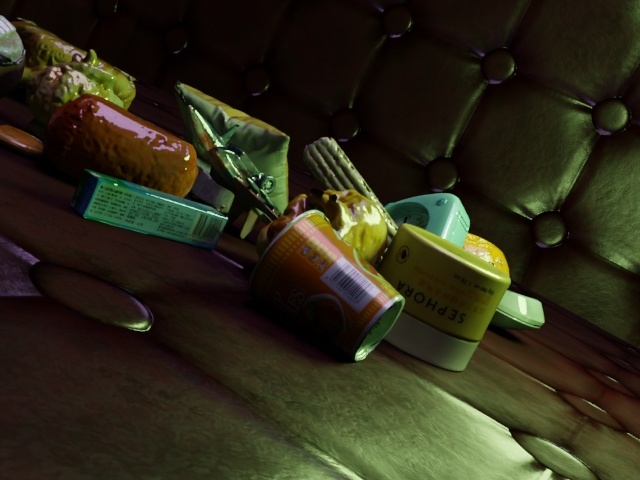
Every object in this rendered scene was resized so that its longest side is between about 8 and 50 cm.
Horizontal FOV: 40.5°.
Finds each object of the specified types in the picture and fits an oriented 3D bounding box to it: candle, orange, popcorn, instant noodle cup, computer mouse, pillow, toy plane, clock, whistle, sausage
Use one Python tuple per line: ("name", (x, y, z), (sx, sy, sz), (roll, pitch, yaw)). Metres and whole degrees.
("candle", (-0.221, -0.112, 1.900), (0.168, 0.068, 0.192), (22, 12, -42))
("orange", (0.319, 0.075, 1.976), (0.219, 0.193, 0.219), (5, 3, 0))
("popcorn", (-0.002, 0.003, 1.475), (0.190, 0.191, 0.253), (15, 10, 35))
("instant noodle cup", (0.018, 0.073, 1.254), (0.185, 0.168, 0.168), (38, 12, 18))
("popcorn", (-0.469, -0.261, 1.664), (0.167, 0.185, 0.187), (7, 37, 5))
("computer mouse", (0.409, 0.153, 2.122), (0.288, 0.097, 0.159), (19, 3, 38))
("pillow", (-0.198, -0.198, 2.006), (0.312, 0.119, 0.310), (29, -34, 16))
("toy plane", (-0.164, -0.137, 1.606), (0.223, 0.104, 0.326), (33, -26, 41))
("clock", (0.181, 0.005, 1.913), (0.274, 0.223, 0.094), (-7, -49, 38))
("whistle", (-0.676, -0.318, 1.596), (0.189, 0.189, 0.348), (27, 30, 1))
("sausage", (-0.339, -0.148, 1.492), (0.268, 0.141, 0.153), (24, 9, -23))

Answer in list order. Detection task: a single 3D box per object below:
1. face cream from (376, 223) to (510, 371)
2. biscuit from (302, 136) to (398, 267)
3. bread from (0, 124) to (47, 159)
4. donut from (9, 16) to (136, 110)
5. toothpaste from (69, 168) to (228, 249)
("face cream", (0.196, 0.096, 1.515), (0.218, 0.179, 0.218), (26, 8, -4))
("biscuit", (0.111, -0.019, 1.713), (0.426, 0.078, 0.144), (55, 5, 1))
("bread", (-0.513, -0.169, 1.491), (0.110, 0.024, 0.110), (25, 8, -4))
("donut", (-0.620, -0.393, 2.059), (0.360, 0.170, 0.360), (27, 3, -1))
("toothpaste", (-0.263, -0.046, 1.370), (0.267, 0.065, 0.050), (17, 13, -49))
